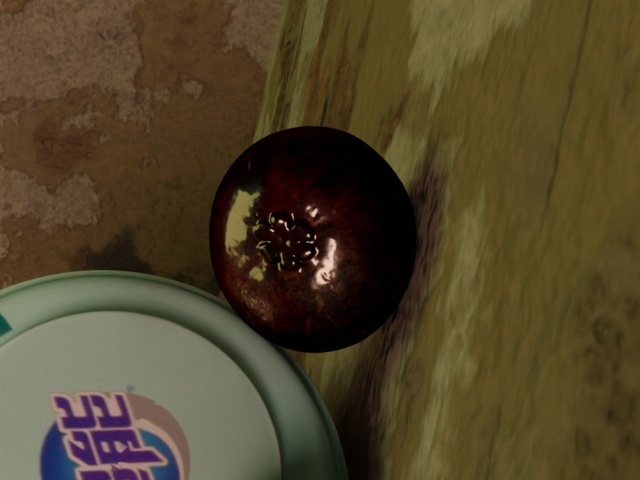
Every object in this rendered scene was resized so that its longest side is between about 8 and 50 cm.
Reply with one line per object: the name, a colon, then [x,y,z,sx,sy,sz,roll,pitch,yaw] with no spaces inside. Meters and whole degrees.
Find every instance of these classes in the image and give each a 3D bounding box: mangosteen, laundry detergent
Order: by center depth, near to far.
mangosteen: [0.000,0.000,0.618,0.140,0.140,0.140,-168,90,-81]
laundry detergent: [-0.140,0.188,0.661,0.305,0.287,0.287,116,164,-57]
